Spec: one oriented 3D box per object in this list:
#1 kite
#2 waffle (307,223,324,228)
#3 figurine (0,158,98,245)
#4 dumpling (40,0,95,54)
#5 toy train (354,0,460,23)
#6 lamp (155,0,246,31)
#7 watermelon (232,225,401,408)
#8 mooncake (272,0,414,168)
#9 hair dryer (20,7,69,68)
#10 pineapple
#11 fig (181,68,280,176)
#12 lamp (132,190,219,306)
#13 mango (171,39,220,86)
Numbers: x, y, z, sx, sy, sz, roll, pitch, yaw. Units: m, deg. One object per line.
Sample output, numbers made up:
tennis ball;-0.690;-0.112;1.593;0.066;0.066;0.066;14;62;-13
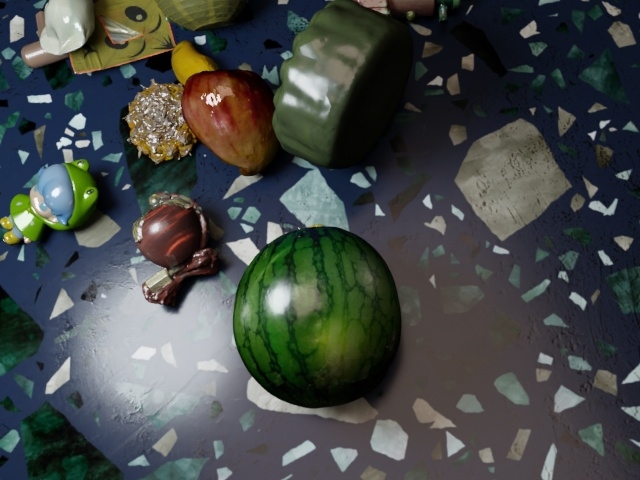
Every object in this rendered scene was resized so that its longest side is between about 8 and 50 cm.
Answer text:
kite;-0.516;-0.565;1.858;0.327;0.013;0.377;26;68;7
waffle;-0.002;0.000;1.629;0.078;0.016;0.085;-37;71;-5
figurine;-0.636;-0.085;1.682;0.263;0.143;0.162;-31;62;15
dumpling;-0.635;-0.551;1.786;0.151;0.124;0.229;-18;59;28
toy train;0.211;-0.632;1.747;0.304;0.150;0.221;-2;82;5
lamp;-0.301;-0.655;1.744;0.250;0.250;0.284;-16;100;2
watermelon;-0.008;0.146;1.419;0.363;0.363;0.363;-2;72;7
mooncake;0.043;-0.334;1.556;0.194;0.356;0.356;30;78;18
hair dryer;-0.725;-0.538;1.877;0.117;0.064;0.181;-19;63;0
pineapple;-0.383;-0.291;1.728;0.225;0.076;0.225;-2;81;13
fig;-0.193;-0.287;1.645;0.263;0.224;0.224;43;81;-5
lamp;-0.341;0.010;1.600;0.215;0.151;0.223;-33;73;0
mango;-0.309;-0.422;1.773;0.098;0.075;0.190;-37;70;-12
